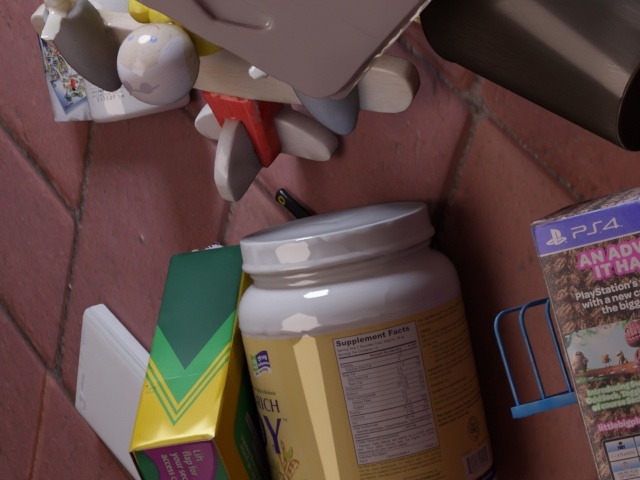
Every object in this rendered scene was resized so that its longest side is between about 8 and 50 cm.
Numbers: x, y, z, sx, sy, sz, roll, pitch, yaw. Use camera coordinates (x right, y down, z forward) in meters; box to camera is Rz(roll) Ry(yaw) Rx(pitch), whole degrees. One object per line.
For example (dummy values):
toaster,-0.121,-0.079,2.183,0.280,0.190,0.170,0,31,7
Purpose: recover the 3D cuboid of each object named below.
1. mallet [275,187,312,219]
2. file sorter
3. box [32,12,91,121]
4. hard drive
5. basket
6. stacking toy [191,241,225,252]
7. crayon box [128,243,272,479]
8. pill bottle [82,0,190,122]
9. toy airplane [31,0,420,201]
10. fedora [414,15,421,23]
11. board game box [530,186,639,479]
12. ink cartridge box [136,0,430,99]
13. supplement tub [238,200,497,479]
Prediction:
mallet,0.000,0.000,1.935,0.189,0.039,0.062,36,128,48
file sorter,0.260,0.092,1.527,0.170,0.118,0.105,-24,80,56
box,-0.313,-0.247,2.266,0.233,0.044,0.159,4,107,54
hard drive,-0.262,0.260,2.409,0.307,0.040,0.203,41,134,38
basket,0.219,-0.188,1.440,0.227,0.154,0.204,38,158,34
stacking toy,-0.099,0.125,2.117,0.221,0.052,0.167,39,135,38
crayon box,-0.093,0.243,1.849,0.313,0.106,0.363,-82,-21,-51
pill bottle,-0.250,-0.272,2.089,0.131,0.131,0.229,0,104,55
toy airplane,-0.123,-0.207,1.787,0.384,0.272,0.386,48,134,-1
fedora,0.079,-0.305,1.653,0.194,0.079,0.194,27,125,47
board game box,0.328,0.089,1.315,0.232,0.141,0.291,-14,91,22
ink cartridge box,-0.055,-0.354,1.476,0.166,0.285,0.395,-46,30,35
supplement tub,0.046,0.141,1.742,0.241,0.241,0.331,-2,102,55
